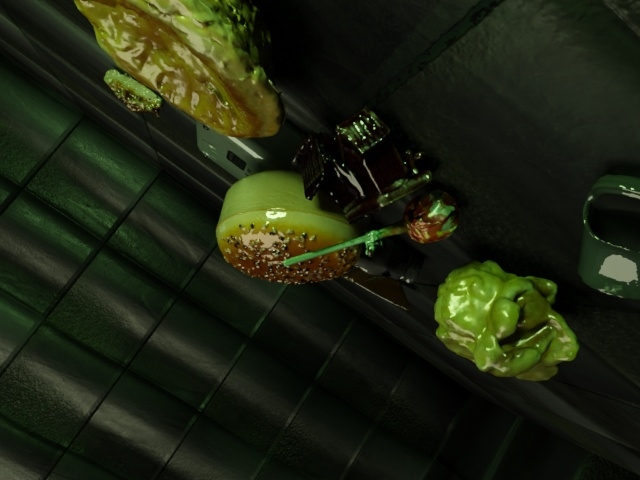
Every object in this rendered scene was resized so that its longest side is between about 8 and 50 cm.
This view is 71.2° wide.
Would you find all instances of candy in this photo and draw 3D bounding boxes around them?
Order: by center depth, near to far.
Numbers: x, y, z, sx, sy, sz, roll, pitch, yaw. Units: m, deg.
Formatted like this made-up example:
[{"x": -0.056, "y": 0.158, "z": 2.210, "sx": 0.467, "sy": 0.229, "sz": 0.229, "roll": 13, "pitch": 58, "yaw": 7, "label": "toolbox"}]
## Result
[{"x": 0.081, "y": -0.008, "z": 0.686, "sx": 0.084, "sy": 0.287, "sz": 0.078, "roll": 99, "pitch": 153, "yaw": -69, "label": "candy"}]

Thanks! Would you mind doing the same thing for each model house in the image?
[{"x": 0.059, "y": -0.118, "z": 0.687, "sx": 0.164, "sy": 0.141, "sz": 0.203, "roll": 57, "pitch": 145, "yaw": -5, "label": "model house"}]

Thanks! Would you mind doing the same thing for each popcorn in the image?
[{"x": 0.323, "y": 0.142, "z": 0.808, "sx": 0.256, "sy": 0.195, "sz": 0.255, "roll": 37, "pitch": 179, "yaw": -9, "label": "popcorn"}]

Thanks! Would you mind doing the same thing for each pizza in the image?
[{"x": -0.503, "y": -0.389, "z": 1.240, "sx": 0.193, "sy": 0.069, "sz": 0.154, "roll": 29, "pitch": 167, "yaw": 34, "label": "pizza"}]

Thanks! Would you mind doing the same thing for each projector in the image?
[{"x": -0.151, "y": -0.197, "z": 0.924, "sx": 0.198, "sy": 0.108, "sz": 0.250, "roll": 37, "pitch": 169, "yaw": -10, "label": "projector"}]

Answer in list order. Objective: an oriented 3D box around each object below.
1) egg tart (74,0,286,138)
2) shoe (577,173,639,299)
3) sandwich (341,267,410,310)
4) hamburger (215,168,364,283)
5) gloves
[{"x": -0.172, "y": -0.273, "z": 0.590, "sx": 0.341, "sy": 0.132, "sz": 0.341, "roll": 32, "pitch": 169, "yaw": 7, "label": "egg tart"}, {"x": 0.342, "y": 0.029, "z": 0.484, "sx": 0.108, "sy": 0.093, "sz": 0.241, "roll": 26, "pitch": 168, "yaw": 43, "label": "shoe"}, {"x": 0.191, "y": 0.132, "z": 1.415, "sx": 0.244, "sy": 0.088, "sz": 0.090, "roll": 26, "pitch": 176, "yaw": 20, "label": "sandwich"}, {"x": -0.055, "y": -0.011, "z": 0.867, "sx": 0.300, "sy": 0.176, "sz": 0.300, "roll": 2, "pitch": 163, "yaw": 1, "label": "hamburger"}, {"x": 0.113, "y": 0.019, "z": 1.040, "sx": 0.285, "sy": 0.142, "sz": 0.119, "roll": 38, "pitch": 141, "yaw": -15, "label": "gloves"}]
